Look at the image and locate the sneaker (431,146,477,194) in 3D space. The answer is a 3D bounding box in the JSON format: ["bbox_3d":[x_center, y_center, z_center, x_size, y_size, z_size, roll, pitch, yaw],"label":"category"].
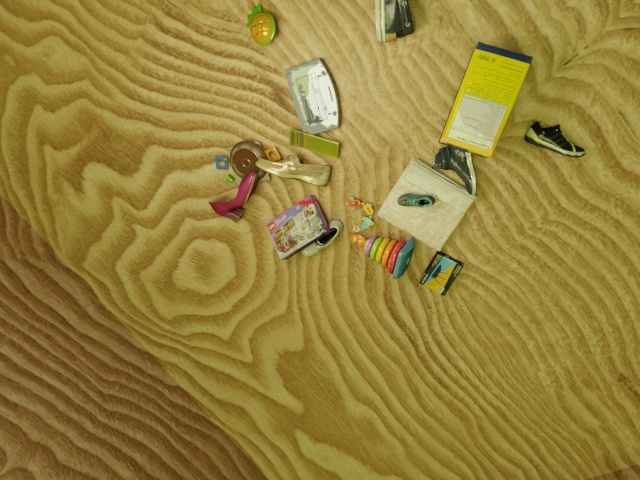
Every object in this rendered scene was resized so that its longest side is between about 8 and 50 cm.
[{"bbox_3d":[0.551,-0.284,1.784,0.163,0.086,0.226,-13,96,12],"label":"sneaker"}]

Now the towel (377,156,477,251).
[{"bbox_3d":[0.464,-0.153,1.899,0.331,0.053,0.317,31,118,4],"label":"towel"}]

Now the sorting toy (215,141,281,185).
[{"bbox_3d":[-0.340,-0.370,2.077,0.347,0.047,0.196,-7,113,21],"label":"sorting toy"}]

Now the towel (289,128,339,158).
[{"bbox_3d":[-0.031,-0.432,1.931,0.237,0.021,0.102,19,153,10],"label":"towel"}]

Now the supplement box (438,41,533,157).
[{"bbox_3d":[0.594,-0.505,1.593,0.194,0.195,0.357,21,105,9],"label":"supplement box"}]

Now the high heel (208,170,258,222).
[{"bbox_3d":[-0.428,-0.232,2.073,0.181,0.127,0.377,31,135,-6],"label":"high heel"}]

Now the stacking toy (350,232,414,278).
[{"bbox_3d":[0.268,0.039,2.001,0.301,0.175,0.166,23,126,22],"label":"stacking toy"}]

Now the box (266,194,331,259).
[{"bbox_3d":[-0.109,-0.060,2.078,0.293,0.057,0.201,-31,73,27],"label":"box"}]

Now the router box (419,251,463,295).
[{"bbox_3d":[0.559,0.151,1.998,0.133,0.046,0.179,27,117,6],"label":"router box"}]

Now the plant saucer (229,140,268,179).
[{"bbox_3d":[-0.344,-0.368,2.031,0.198,0.036,0.199,7,117,14],"label":"plant saucer"}]

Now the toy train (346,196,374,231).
[{"bbox_3d":[0.191,-0.127,2.005,0.125,0.046,0.166,-4,108,21],"label":"toy train"}]

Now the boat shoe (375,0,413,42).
[{"bbox_3d":[0.272,-0.985,1.546,0.156,0.187,0.500,1,117,12],"label":"boat shoe"}]

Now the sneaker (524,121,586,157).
[{"bbox_3d":[0.900,-0.389,1.638,0.234,0.084,0.097,21,116,9],"label":"sneaker"}]

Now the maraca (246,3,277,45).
[{"bbox_3d":[-0.248,-0.898,1.798,0.127,0.099,0.186,-45,68,30],"label":"maraca"}]

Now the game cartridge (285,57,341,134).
[{"bbox_3d":[-0.021,-0.616,1.864,0.196,0.060,0.294,-9,109,25],"label":"game cartridge"}]

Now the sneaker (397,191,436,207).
[{"bbox_3d":[0.408,-0.170,1.839,0.166,0.076,0.065,-2,108,20],"label":"sneaker"}]

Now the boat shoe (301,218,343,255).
[{"bbox_3d":[0.000,0.000,2.094,0.267,0.088,0.096,-33,99,27],"label":"boat shoe"}]

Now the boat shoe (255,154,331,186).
[{"bbox_3d":[-0.123,-0.338,1.971,0.341,0.122,0.110,13,104,-7],"label":"boat shoe"}]
